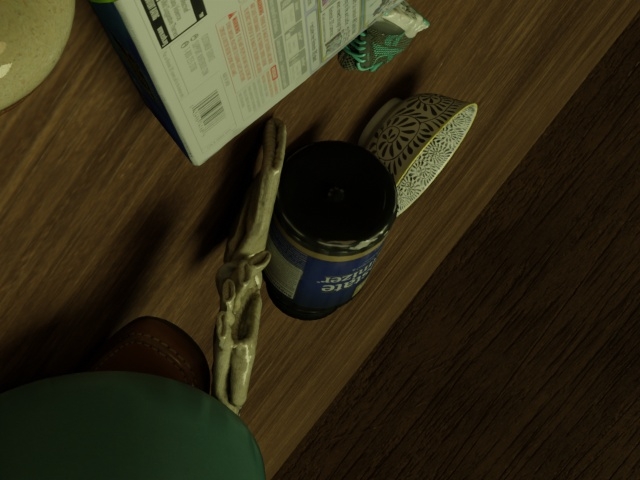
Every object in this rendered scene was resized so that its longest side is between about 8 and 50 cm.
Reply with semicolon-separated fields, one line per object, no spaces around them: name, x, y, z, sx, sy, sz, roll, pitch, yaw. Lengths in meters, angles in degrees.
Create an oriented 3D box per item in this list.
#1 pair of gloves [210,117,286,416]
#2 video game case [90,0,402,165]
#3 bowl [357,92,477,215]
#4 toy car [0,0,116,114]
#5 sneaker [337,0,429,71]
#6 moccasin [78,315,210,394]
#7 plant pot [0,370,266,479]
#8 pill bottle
pair of gloves;-0.070;0.036;0.942;0.204;0.042;0.240;106;-7;-53
video game case;-0.012;-0.176;0.613;0.244;0.061;0.269;-38;169;-7
bowl;0.094;-0.110;1.231;0.170;0.080;0.170;-48;167;-15
toy car;-0.166;-0.089;0.359;0.155;0.149;0.188;-38;-168;-32
sneaker;0.041;-0.174;0.906;0.076;0.065;0.166;-49;167;14
moccasin;-0.228;0.220;0.967;0.380;0.139;0.147;-46;179;24
plant pot;-0.161;0.283;0.794;0.293;0.293;0.235;-56;-149;23
pill bottle;0.000;0.000;1.114;0.123;0.123;0.219;-45;168;-24
